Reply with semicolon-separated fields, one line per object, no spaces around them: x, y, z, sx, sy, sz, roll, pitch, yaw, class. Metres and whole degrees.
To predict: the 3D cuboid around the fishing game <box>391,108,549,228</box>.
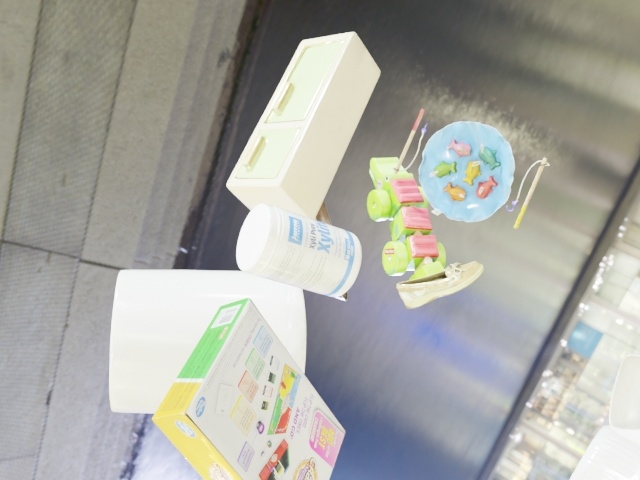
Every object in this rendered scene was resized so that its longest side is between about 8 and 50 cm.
0.262;-0.124;1.251;0.041;0.264;0.189;-17;134;-60;fishing game

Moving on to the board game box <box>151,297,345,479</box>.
-0.091;0.285;1.049;0.317;0.064;0.242;58;33;-23;board game box

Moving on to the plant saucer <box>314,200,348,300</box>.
0.000;0.000;1.623;0.050;0.311;0.310;-17;156;7;plant saucer

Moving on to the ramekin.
0.520;0.432;1.226;0.207;0.109;0.207;-37;143;-35;ramekin

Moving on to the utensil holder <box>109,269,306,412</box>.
-0.248;0.218;1.493;0.327;0.385;0.328;-177;-90;-78;utensil holder

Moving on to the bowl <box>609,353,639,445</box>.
0.532;0.254;1.058;0.053;0.142;0.142;-2;104;-44;bowl

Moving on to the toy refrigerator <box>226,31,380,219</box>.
-0.021;-0.164;0.963;0.094;0.102;0.270;46;60;-43;toy refrigerator

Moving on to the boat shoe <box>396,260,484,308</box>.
0.209;0.068;1.195;0.153;0.048;0.056;-25;-170;17;boat shoe

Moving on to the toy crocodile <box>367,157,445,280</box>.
0.177;-0.035;1.357;0.115;0.341;0.105;-1;147;-21;toy crocodile

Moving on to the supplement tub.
-0.020;0.011;0.670;0.107;0.071;0.071;18;103;-29;supplement tub
